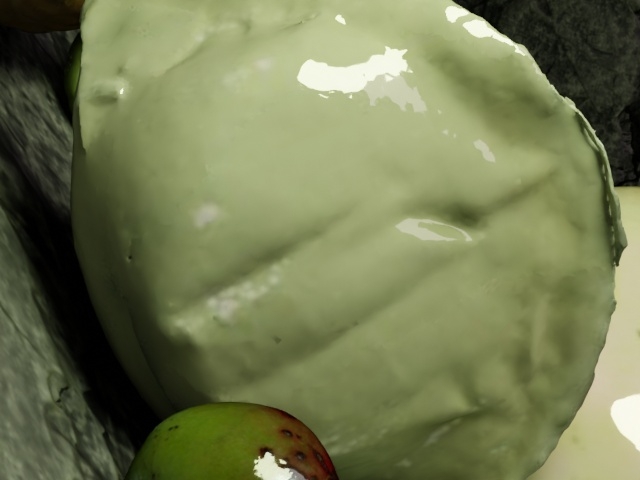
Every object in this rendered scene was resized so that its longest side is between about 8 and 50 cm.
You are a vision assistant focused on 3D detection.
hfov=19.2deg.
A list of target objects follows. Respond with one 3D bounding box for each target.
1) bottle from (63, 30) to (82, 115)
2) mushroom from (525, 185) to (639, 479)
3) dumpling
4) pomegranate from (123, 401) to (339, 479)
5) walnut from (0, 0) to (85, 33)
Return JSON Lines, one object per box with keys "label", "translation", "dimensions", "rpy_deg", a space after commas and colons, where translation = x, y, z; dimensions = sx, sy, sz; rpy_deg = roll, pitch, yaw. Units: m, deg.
{"label": "bottle", "translation": [-0.098, -0.126, 1.382], "dimensions": [0.112, 0.112, 0.260], "rpy_deg": [58, 15, -2]}
{"label": "mushroom", "translation": [0.230, 0.134, 1.316], "dimensions": [0.353, 0.325, 0.353], "rpy_deg": [47, 1, -1]}
{"label": "dumpling", "translation": [0.021, 0.012, 1.111], "dimensions": [0.233, 0.315, 0.395], "rpy_deg": [-49, 126, -63]}
{"label": "pomegranate", "translation": [-0.050, 0.151, 0.972], "dimensions": [0.129, 0.129, 0.159], "rpy_deg": [58, 15, -5]}
{"label": "walnut", "translation": [-0.175, -0.230, 1.202], "dimensions": [0.213, 0.213, 0.213], "rpy_deg": [53, 16, -22]}
